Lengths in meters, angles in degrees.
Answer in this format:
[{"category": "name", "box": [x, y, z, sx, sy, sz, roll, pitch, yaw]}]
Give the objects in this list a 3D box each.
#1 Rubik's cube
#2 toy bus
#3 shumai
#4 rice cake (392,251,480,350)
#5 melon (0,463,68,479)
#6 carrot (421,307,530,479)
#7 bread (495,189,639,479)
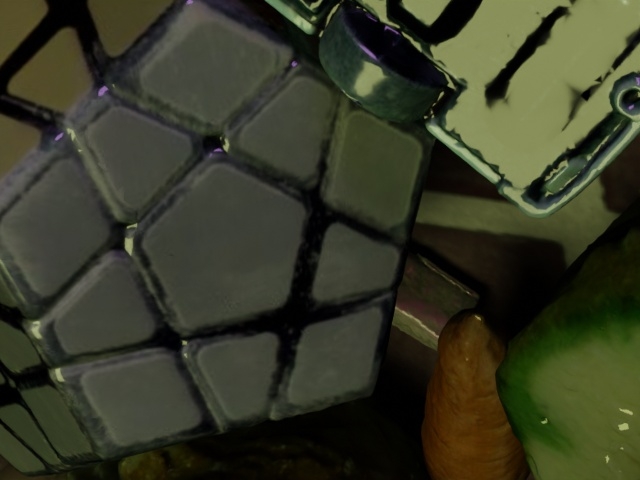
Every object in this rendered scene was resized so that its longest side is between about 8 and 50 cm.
[{"category": "Rubik's cube", "box": [-0.084, -0.038, 0.633, 0.264, 0.319, 0.319, 10, 137, 2]}, {"category": "toy bus", "box": [0.032, -0.153, 0.515, 0.271, 0.165, 0.133, 39, 120, 1]}, {"category": "shumai", "box": [-0.022, 0.107, 0.869, 0.222, 0.203, 0.272, 2, 164, 41]}, {"category": "rice cake", "box": [0.000, 0.000, 0.790, 0.207, 0.047, 0.036, 33, 149, 11]}, {"category": "melon", "box": [-0.172, 0.280, 1.061, 0.223, 0.223, 0.317, 22, 141, 22]}, {"category": "carrot", "box": [0.087, 0.087, 0.743, 0.072, 0.072, 0.205, 23, 156, 20]}, {"category": "bread", "box": [0.275, 0.110, 0.606, 0.366, 0.129, 0.382, 41, 141, 0]}]
